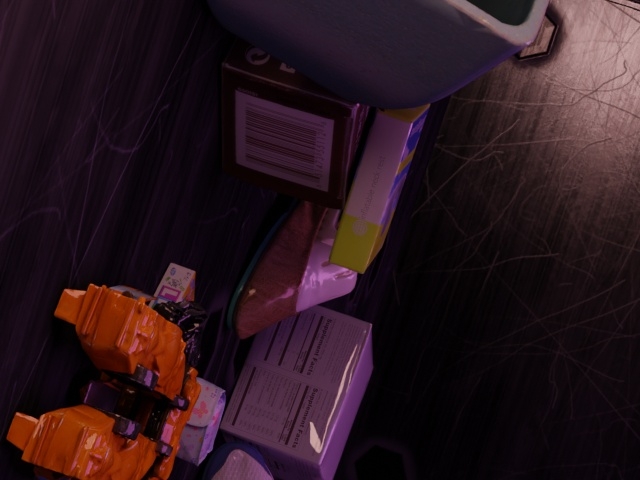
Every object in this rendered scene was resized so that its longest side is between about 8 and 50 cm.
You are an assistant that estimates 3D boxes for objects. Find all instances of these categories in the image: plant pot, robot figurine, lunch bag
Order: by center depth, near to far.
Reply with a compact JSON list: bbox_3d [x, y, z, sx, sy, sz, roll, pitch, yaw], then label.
[{"bbox_3d":[0.043,-0.250,1.391,0.252,0.247,0.248,-44,-160,58],"label":"plant pot"},{"bbox_3d":[-0.164,0.131,1.399,0.291,0.085,0.211,72,38,-76],"label":"robot figurine"},{"bbox_3d":[-0.139,0.175,1.736,0.053,0.071,0.083,-43,154,-66],"label":"lunch bag"}]

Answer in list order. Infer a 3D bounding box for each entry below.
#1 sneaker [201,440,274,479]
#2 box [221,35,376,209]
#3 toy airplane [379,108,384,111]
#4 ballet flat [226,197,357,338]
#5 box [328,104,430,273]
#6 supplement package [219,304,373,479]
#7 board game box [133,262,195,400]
[{"bbox_3d":[-0.098,0.382,2.133,0.131,0.111,0.297,100,-11,-64],"label":"sneaker"},{"bbox_3d":[0.031,-0.241,1.689,0.191,0.143,0.381,95,14,-61],"label":"box"},{"bbox_3d":[0.097,-0.175,1.521,0.151,0.028,0.151,-52,-169,14],"label":"toy airplane"},{"bbox_3d":[0.000,0.000,2.098,0.342,0.124,0.116,-63,169,-45],"label":"ballet flat"},{"bbox_3d":[0.059,-0.067,1.653,0.109,0.042,0.178,-50,159,-71],"label":"box"},{"bbox_3d":[-0.026,0.213,2.352,0.262,0.145,0.204,85,25,-73],"label":"supplement package"},{"bbox_3d":[-0.152,0.107,1.638,0.154,0.026,0.103,98,13,-54],"label":"board game box"}]
